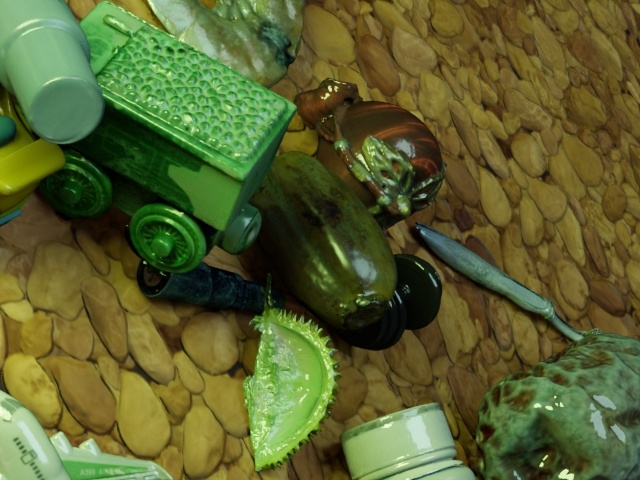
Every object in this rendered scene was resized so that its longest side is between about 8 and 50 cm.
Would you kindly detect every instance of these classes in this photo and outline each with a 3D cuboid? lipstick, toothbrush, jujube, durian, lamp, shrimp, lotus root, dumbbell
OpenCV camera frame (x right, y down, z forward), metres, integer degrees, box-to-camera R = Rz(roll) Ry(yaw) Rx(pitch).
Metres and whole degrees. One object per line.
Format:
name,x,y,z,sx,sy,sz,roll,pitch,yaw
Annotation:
lipstick,-0.101,0.059,1.825,0.234,0.053,0.053,20,54,-47
toothbrush,0.271,0.072,2.247,0.413,0.042,0.035,30,48,-32
jujube,0.324,0.234,2.063,0.317,0.226,0.226,-21,85,-58
durian,-0.032,0.147,1.810,0.100,0.086,0.215,9,75,-28
lamp,0.075,-0.105,2.012,0.215,0.151,0.223,35,40,-53
shrimp,-0.127,-0.348,2.022,0.247,0.085,0.360,5,68,-40
lotus root,0.000,0.000,1.880,0.123,0.124,0.241,6,44,-54
dumbbell,0.079,0.072,1.974,0.208,0.099,0.099,-24,87,-52

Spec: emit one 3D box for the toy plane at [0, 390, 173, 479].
toy plane,-0.250,0.241,1.494,0.255,0.101,0.251,55,38,-3

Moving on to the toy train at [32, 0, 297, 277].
toy train,-0.169,-0.094,1.681,0.266,0.202,0.145,29,43,4

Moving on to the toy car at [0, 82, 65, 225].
toy car,-0.351,-0.128,1.564,0.248,0.142,0.200,58,37,-6

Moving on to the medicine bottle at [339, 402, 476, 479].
medicine bottle,0.118,0.319,1.832,0.143,0.143,0.258,-2,70,-50

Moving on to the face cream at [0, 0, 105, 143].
face cream,-0.279,-0.214,1.546,0.135,0.086,0.385,34,15,-37
